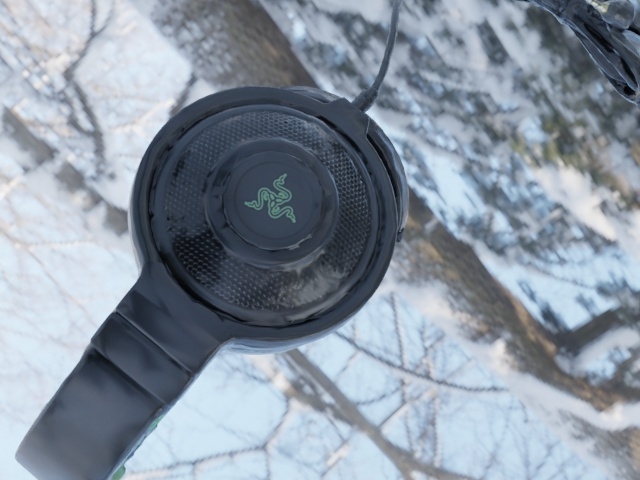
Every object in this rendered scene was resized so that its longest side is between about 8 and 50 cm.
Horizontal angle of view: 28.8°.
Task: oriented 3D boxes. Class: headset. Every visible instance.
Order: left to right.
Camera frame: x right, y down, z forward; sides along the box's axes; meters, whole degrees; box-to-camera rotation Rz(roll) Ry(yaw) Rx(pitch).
[{"bbox_3d":[0.000,0.000,0.676,0.394,0.185,0.243,-51,180,9],"label":"headset"}]
